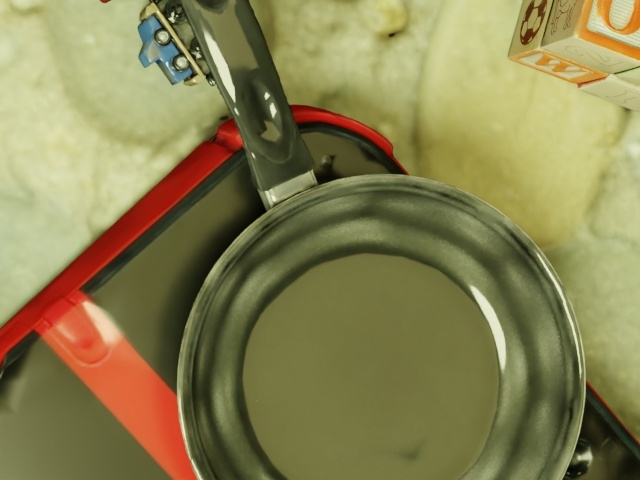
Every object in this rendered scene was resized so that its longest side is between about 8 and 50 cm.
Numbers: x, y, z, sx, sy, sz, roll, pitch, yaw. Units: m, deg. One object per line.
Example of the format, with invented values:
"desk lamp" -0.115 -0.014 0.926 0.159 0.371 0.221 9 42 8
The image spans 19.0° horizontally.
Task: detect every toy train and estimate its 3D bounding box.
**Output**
"toy train" -0.103 -0.137 0.946 0.036 0.027 0.158 -38 98 -12

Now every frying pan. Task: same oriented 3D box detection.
"frying pan" -0.018 0.023 0.894 0.326 0.053 0.197 43 81 -8

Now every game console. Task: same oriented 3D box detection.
"game console" -0.003 0.162 0.956 0.342 0.060 0.386 -43 99 -9

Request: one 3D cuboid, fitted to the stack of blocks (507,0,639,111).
"stack of blocks" 0.268 -0.134 1.033 0.297 0.087 0.171 18 82 -16
